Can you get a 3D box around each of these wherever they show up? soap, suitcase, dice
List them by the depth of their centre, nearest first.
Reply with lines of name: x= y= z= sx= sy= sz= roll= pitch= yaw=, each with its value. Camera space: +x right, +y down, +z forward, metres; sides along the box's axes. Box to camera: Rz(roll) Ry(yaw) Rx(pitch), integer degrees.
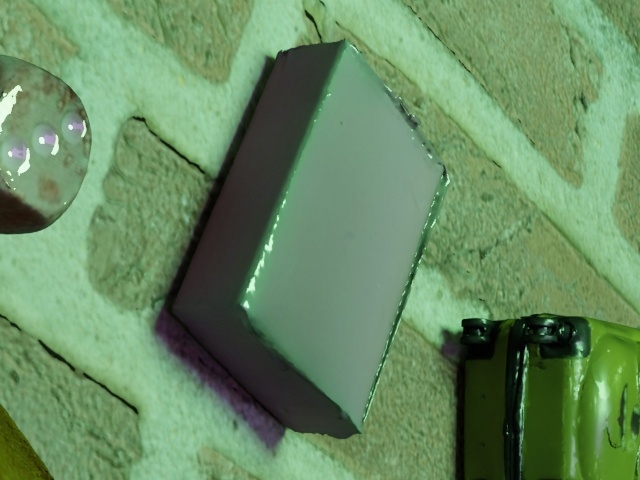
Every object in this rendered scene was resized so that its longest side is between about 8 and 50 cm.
dice: x=-0.208 y=-0.061 z=1.264 sx=0.093 sy=0.094 sz=0.091 roll=36 pitch=58 yaw=-48
soap: x=-0.001 y=0.000 z=1.547 sx=0.181 sy=0.081 sz=0.259 roll=47 pitch=52 yaw=-39
suitcase: x=0.228 y=0.165 z=1.787 sx=0.235 sy=0.143 sz=0.194 roll=12 pitch=76 yaw=-53

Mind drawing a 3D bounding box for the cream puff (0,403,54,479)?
cream puff: x=-0.246 y=0.164 z=1.062 sx=0.212 sy=0.303 sz=0.303 roll=-40 pitch=126 yaw=-5
